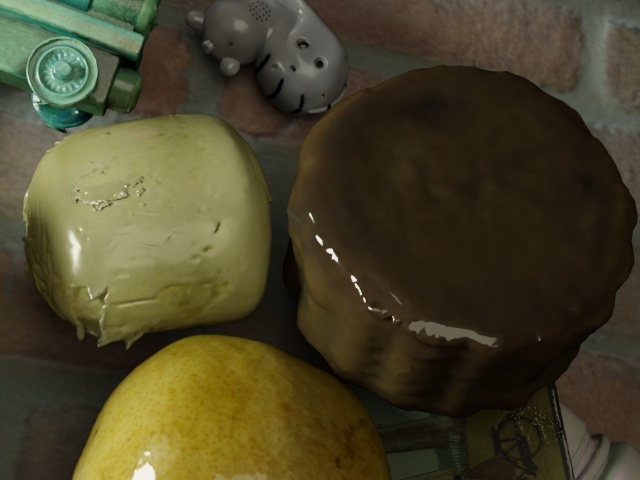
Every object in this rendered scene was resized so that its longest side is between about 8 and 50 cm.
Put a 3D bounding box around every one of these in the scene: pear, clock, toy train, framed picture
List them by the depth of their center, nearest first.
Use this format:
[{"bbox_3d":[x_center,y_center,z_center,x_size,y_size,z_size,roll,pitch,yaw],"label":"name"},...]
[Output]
[{"bbox_3d":[-0.081,0.245,1.334,0.314,0.314,0.314,5,72,-16],"label":"pear"},{"bbox_3d":[-0.303,-0.231,1.432,0.298,0.120,0.194,20,79,-6],"label":"toy train"},{"bbox_3d":[0.087,0.243,1.454,0.324,0.013,0.244,-12,76,11],"label":"framed picture"},{"bbox_3d":[-0.054,-0.202,1.595,0.117,0.080,0.176,-39,88,-24],"label":"clock"}]

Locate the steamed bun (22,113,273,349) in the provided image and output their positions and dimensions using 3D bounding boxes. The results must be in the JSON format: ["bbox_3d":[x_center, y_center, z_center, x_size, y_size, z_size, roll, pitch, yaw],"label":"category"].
[{"bbox_3d":[-0.166,-0.027,1.404,0.232,0.166,0.273,1,29,-13],"label":"steamed bun"}]

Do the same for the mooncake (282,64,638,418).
[{"bbox_3d":[0.121,0.005,1.380,0.324,0.187,0.324,5,59,-8],"label":"mooncake"}]

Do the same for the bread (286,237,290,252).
[{"bbox_3d":[0.000,0.000,1.487,0.070,0.035,0.083,2,67,-1],"label":"bread"}]

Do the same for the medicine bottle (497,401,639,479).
[{"bbox_3d":[0.297,0.303,1.507,0.293,0.170,0.170,41,66,0],"label":"medicine bottle"}]
